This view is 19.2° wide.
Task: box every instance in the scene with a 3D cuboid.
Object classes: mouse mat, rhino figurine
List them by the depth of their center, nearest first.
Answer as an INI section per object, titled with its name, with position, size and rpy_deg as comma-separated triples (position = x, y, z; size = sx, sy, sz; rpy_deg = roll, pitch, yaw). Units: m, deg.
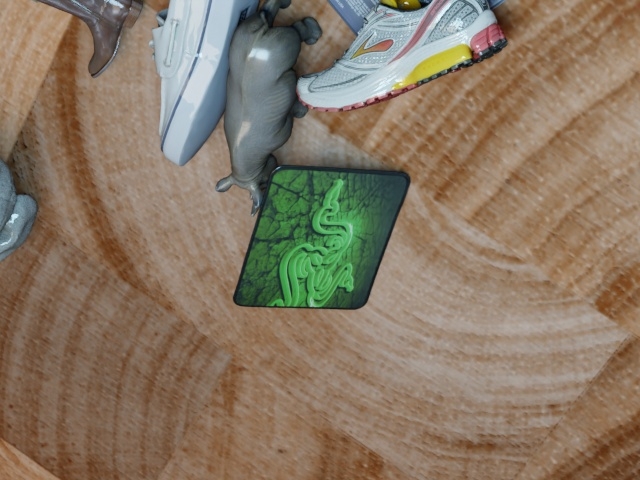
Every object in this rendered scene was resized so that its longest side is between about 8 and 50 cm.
[rhino figurine]
position = -0.059, -0.126, 1.898
size = 0.073, 0.106, 0.243
rpy_deg = 19, 125, 15
[mouse mat]
position = 0.000, 0.000, 1.953
size = 0.152, 0.007, 0.190
rpy_deg = 2, 130, -20

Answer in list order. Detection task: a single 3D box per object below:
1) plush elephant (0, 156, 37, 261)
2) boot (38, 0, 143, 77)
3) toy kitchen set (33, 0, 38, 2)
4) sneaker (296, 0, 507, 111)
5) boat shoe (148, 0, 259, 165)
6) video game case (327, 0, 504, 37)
[plush elephant]
position = -0.449, -0.068, 2.053
size = 0.272, 0.255, 0.330
rpy_deg = 104, 149, -74
[boot]
position = -0.255, -0.230, 1.947
size = 0.114, 0.037, 0.106
rpy_deg = 23, 117, -21
[toy kitchen set]
position = -0.319, -0.296, 1.968
size = 0.068, 0.075, 0.083
rpy_deg = -10, 75, 27
[sneaker]
position = 0.070, -0.185, 1.796
size = 0.225, 0.088, 0.093
rpy_deg = -21, 91, 32
[boat shoe]
position = -0.128, -0.202, 1.894
size = 0.088, 0.096, 0.267
rpy_deg = 27, 126, 14
[video game case]
position = 0.104, -0.295, 1.769
size = 0.274, 0.026, 0.196
rpy_deg = -34, 101, 36
